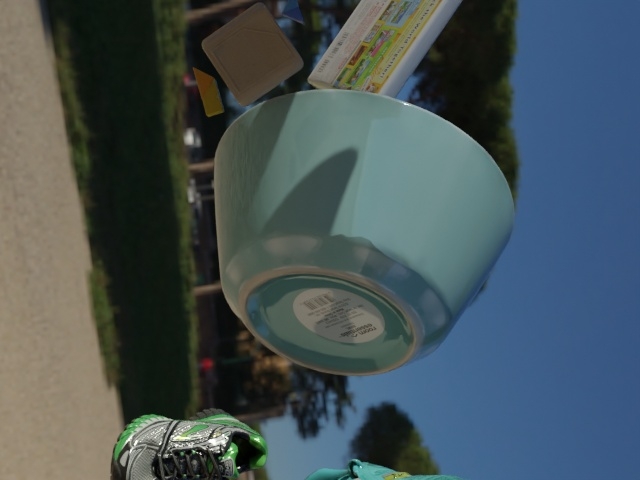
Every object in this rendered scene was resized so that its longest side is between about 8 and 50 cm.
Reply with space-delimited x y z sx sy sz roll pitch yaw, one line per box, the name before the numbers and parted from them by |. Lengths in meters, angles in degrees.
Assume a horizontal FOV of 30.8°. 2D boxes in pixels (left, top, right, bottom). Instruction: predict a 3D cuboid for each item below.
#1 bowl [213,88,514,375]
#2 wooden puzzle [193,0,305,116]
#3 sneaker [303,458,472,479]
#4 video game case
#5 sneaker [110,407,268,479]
bowl | 0.024 0.018 1.139 0.311 0.311 0.163 93 11 -53
wooden puzzle | -0.060 -0.162 1.018 0.078 0.116 0.014 64 5 13
sneaker | 0.059 0.232 0.956 0.107 0.110 0.275 -68 -165 -18
video game case | 0.094 -0.282 1.528 0.227 0.026 0.206 -55 -150 -2
sneaker | -0.230 0.376 2.061 0.146 0.343 0.134 12 -77 38
